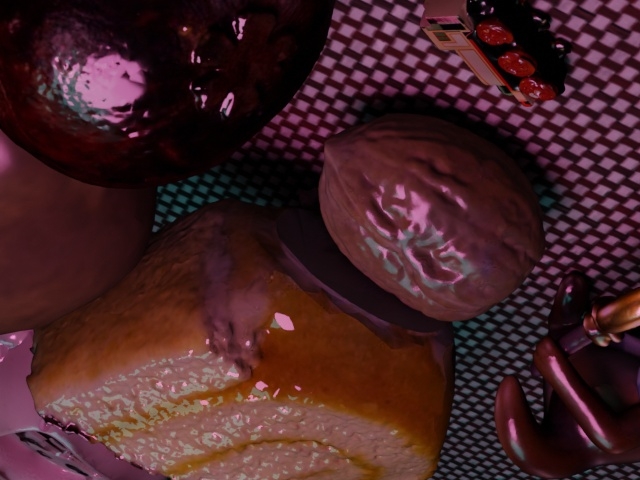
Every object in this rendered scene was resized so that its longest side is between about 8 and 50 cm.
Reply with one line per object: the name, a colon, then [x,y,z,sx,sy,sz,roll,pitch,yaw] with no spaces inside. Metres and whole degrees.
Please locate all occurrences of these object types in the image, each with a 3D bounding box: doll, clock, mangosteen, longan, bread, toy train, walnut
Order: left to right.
longan: [-0.326,-0.096,1.524,0.404,0.336,0.404,33,158,15]
clock: [-0.362,0.217,2.276,0.377,0.250,0.368,-5,144,43]
mangosteen: [-0.140,-0.195,1.259,0.293,0.297,0.297,50,163,20]
bread: [-0.055,0.094,1.629,0.395,0.239,0.264,19,134,-27]
walnut: [0.098,-0.028,1.537,0.230,0.178,0.178,34,153,-14]
toy train: [0.146,-0.160,1.366,0.087,0.050,0.138,4,151,42]
doll: [0.337,0.125,1.637,0.318,0.209,0.340,5,170,-38]

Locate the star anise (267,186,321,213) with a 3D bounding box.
star anise: [0.000,0.000,1.758,0.262,0.081,0.230,21,157,-22]
